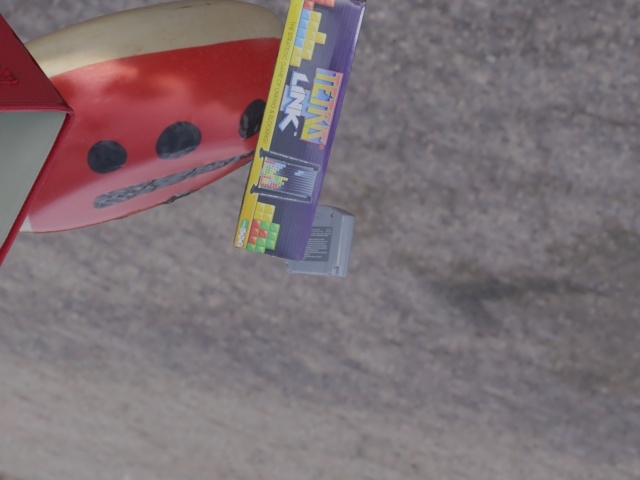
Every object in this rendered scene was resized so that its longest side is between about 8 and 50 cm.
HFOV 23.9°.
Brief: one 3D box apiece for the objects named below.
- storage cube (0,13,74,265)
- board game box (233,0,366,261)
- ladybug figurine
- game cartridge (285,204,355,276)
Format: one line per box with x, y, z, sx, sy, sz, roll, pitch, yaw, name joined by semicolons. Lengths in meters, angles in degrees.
-0.317;-0.080;1.041;0.184;0.215;0.193;-4;-135;-46;storage cube
-0.011;-0.091;0.968;0.048;0.170;0.141;13;-159;-4;board game box
-0.221;-0.129;1.689;0.449;0.161;0.305;-20;163;-9;ladybug figurine
0.000;0.000;1.182;0.017;0.056;0.083;5;179;-30;game cartridge
